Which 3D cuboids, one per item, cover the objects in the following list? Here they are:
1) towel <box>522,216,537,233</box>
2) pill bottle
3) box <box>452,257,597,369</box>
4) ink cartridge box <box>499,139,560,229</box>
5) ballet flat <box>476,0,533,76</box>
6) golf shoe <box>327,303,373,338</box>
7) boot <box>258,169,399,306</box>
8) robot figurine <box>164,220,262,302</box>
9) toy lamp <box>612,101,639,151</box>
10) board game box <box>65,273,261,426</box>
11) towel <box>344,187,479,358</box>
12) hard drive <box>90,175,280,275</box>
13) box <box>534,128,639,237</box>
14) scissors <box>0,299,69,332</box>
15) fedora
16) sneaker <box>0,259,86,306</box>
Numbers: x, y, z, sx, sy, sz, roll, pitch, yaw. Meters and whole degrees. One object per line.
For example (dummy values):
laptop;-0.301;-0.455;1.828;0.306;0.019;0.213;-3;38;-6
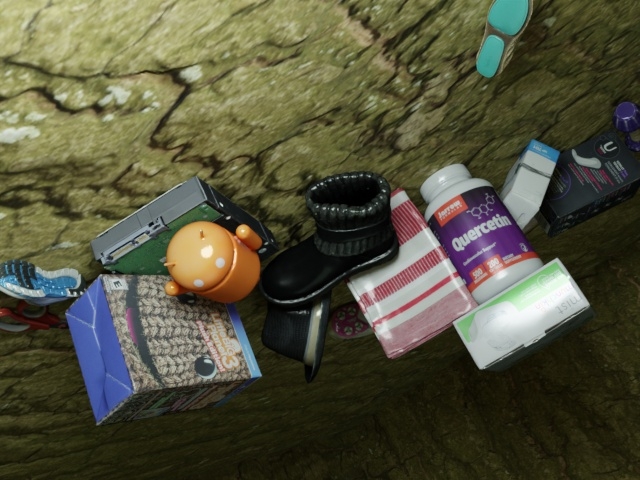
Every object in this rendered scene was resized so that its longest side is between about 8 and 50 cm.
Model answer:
towel;0.502;-0.017;2.139;0.317;0.053;0.332;0;146;-47
pill bottle;0.360;-0.014;1.648;0.182;0.322;0.181;-23;156;-11
box;0.454;0.175;1.566;0.262;0.126;0.231;-35;157;15
ink cartridge box;0.497;-0.129;1.741;0.190;0.082;0.139;-58;175;-33
ballet flat;0.319;-0.368;1.220;0.067;0.073;0.206;-48;169;-25
golf shoe;0.156;0.242;2.260;0.307;0.115;0.140;-9;162;-23
boot;-0.001;-0.004;1.512;0.348;0.131;0.260;-27;152;1
robot figurine;-0.190;0.041;1.267;0.158;0.128;0.219;-1;164;20
toy lamp;0.812;-0.296;1.856;0.080;0.080;0.275;-37;154;21
board game box;-0.294;0.197;1.352;0.291;0.232;0.141;3;145;-49
towel;0.175;0.075;1.627;0.237;0.328;0.037;-35;163;16
hard drive;-0.247;0.010;1.382;0.237;0.064;0.339;-31;157;9
box;0.702;-0.152;1.926;0.271;0.165;0.143;-25;156;-3
scissors;-0.550;0.173;1.459;0.109;0.021;0.297;-30;158;0
fedora;-0.066;0.197;1.788;0.153;0.333;0.334;8;151;-3
sneaker;-0.509;0.088;1.262;0.083;0.071;0.191;-29;157;20
